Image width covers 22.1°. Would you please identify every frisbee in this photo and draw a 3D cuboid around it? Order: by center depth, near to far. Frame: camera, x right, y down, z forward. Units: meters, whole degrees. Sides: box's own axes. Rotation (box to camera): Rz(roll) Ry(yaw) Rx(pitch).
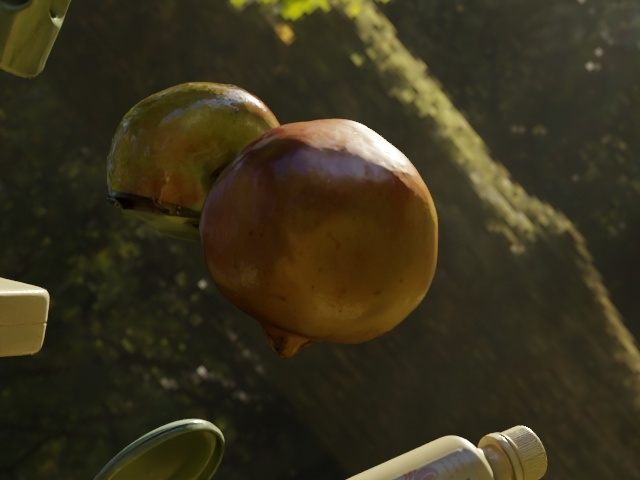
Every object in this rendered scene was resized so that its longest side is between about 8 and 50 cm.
[{"bbox_3d":[-0.111,0.156,1.070,0.110,0.014,0.110,-30,-29,-18],"label":"frisbee"}]

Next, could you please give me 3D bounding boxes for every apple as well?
[{"bbox_3d":[-0.144,-0.091,1.835,0.207,0.174,0.188,-26,20,-14],"label":"apple"}]

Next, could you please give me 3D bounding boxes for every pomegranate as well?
[{"bbox_3d":[0.000,-0.006,1.412,0.209,0.209,0.209,-40,-1,-1],"label":"pomegranate"}]

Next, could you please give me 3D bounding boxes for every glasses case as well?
[{"bbox_3d":[-0.479,0.063,1.860,0.144,0.336,0.076,1,-81,-62],"label":"glasses case"}]

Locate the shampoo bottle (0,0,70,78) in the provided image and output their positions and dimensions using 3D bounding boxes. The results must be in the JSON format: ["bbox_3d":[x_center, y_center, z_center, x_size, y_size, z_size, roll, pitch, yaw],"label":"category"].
[{"bbox_3d":[-0.299,-0.303,1.783,0.234,0.087,0.118,-62,27,18],"label":"shampoo bottle"}]

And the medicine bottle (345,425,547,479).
[{"bbox_3d":[0.139,0.281,1.840,0.252,0.114,0.114,-20,-11,-29],"label":"medicine bottle"}]
